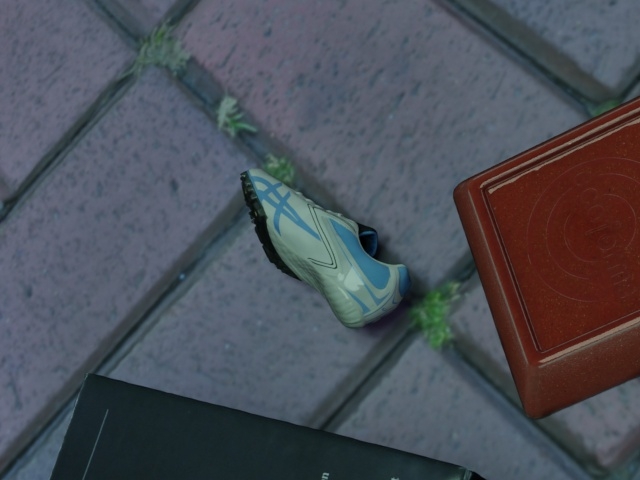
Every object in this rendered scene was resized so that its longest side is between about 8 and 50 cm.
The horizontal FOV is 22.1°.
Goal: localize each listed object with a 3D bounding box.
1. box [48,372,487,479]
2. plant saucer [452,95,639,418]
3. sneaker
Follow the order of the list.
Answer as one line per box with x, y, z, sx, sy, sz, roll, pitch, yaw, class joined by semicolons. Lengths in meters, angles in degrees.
-0.047;0.313;1.399;0.395;0.212;0.293;11;74;31;box
0.258;-0.005;1.477;0.259;0.048;0.258;-25;58;16;plant saucer
0.000;0.000;1.605;0.086;0.085;0.237;-31;49;-18;sneaker
